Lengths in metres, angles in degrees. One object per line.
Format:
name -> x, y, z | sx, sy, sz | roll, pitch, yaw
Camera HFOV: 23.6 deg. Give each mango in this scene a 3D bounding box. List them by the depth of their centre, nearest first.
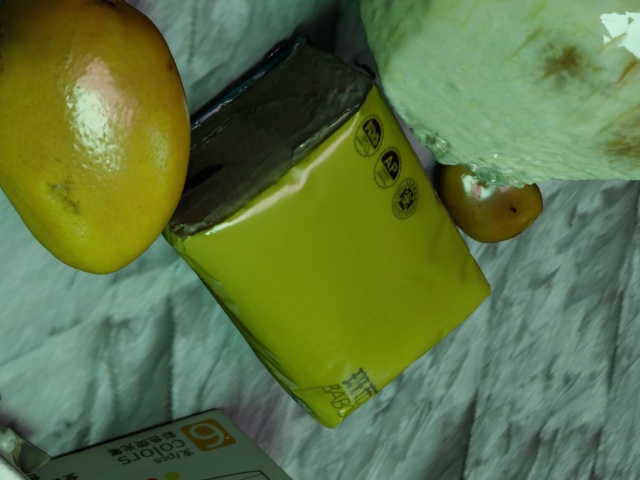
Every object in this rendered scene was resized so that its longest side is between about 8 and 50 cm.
mango -> -0.160, -0.072, 1.041 | 0.145, 0.112, 0.219 | -10, 124, -4
mango -> 0.146, -0.042, 1.339 | 0.080, 0.060, 0.114 | -34, 137, 7

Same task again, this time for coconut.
coconut -> 0.230, -0.212, 1.052 | 0.415, 0.345, 0.415 | -29, 171, -5

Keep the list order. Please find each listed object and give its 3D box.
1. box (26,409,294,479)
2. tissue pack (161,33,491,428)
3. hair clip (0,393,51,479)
box -> -0.140, 0.249, 1.200 | 0.274, 0.221, 0.091 | -15, 122, -32
tissue pack -> 0.000, 0.000, 1.202 | 0.192, 0.134, 0.271 | -41, 134, -7
hair clip -> -0.297, 0.109, 1.092 | 0.106, 0.084, 0.292 | -41, 130, -1
